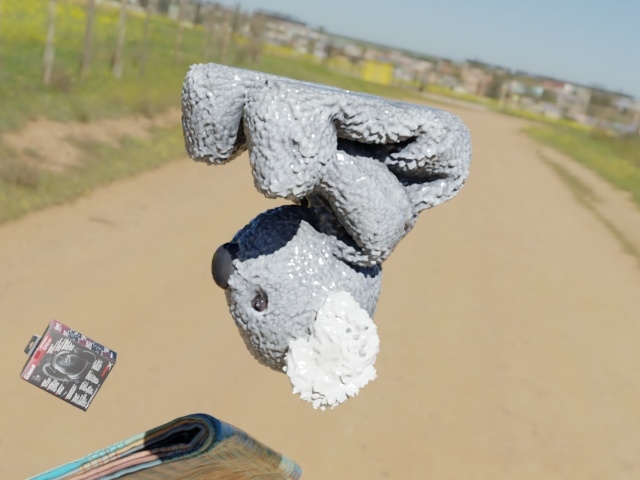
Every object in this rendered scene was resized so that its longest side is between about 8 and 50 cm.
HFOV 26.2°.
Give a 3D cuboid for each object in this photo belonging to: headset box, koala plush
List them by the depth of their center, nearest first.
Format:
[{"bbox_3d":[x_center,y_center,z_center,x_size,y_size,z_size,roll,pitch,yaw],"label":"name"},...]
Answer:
[{"bbox_3d":[0.000,0.000,0.999,0.203,0.221,0.196,8,8,-25],"label":"koala plush"},{"bbox_3d":[-0.254,0.122,1.367,0.083,0.062,0.032,29,10,-12],"label":"headset box"}]

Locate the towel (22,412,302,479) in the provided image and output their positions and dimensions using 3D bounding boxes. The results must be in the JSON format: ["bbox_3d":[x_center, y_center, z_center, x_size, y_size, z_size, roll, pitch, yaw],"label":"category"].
[{"bbox_3d":[-0.178,0.268,1.434,0.271,0.040,0.370,-22,-21,6],"label":"towel"}]
